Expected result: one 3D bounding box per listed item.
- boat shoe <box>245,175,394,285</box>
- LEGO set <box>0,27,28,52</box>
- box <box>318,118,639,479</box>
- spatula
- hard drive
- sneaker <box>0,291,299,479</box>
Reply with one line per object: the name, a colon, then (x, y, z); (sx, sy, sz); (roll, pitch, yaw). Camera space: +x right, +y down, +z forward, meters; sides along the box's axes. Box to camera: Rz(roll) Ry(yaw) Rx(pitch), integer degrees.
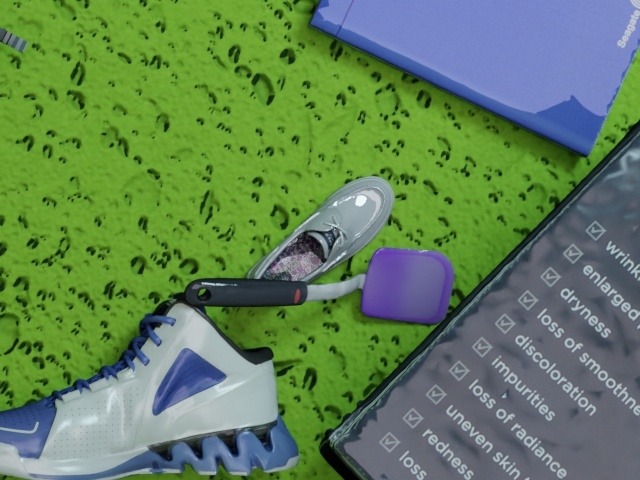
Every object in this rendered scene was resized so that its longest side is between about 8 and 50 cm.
boat shoe: (0.000, 0.000, 1.904); (0.184, 0.063, 0.066); (-33, 95, -3)
LEGO set: (-0.443, -0.142, 1.828); (0.255, 0.192, 0.331); (18, 87, 23)
box: (0.328, 0.193, 1.750); (0.472, 0.297, 0.480); (-44, 86, -6)
spatula: (0.001, 0.048, 1.876); (0.296, 0.030, 0.084); (-1, 115, -29)
hard drive: (0.175, -0.247, 1.923); (0.318, 0.040, 0.210); (25, 89, -6)
sneaker: (-0.181, 0.144, 1.871); (0.315, 0.127, 0.182); (-2, 89, -12)
